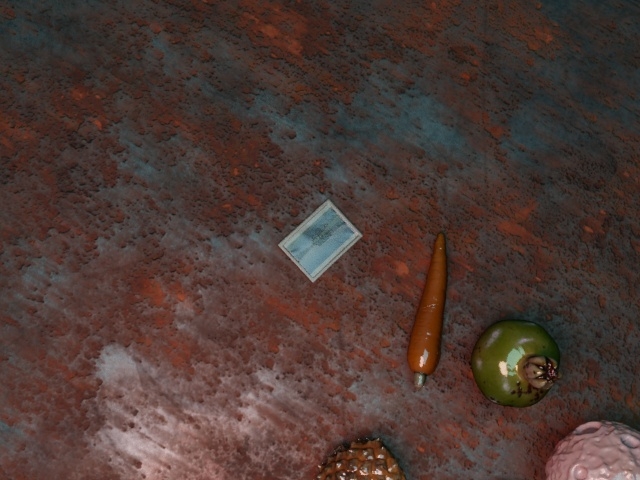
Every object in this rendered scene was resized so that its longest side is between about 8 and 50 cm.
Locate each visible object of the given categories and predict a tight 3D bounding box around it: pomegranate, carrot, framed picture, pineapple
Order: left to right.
[{"bbox_3d":[0.000,0.000,1.722,0.149,0.011,0.109,-43,88,-13],"label":"framed picture"},{"bbox_3d":[0.064,0.469,1.579,0.193,0.166,0.166,-28,85,-12],"label":"pineapple"},{"bbox_3d":[0.230,0.142,1.711,0.069,0.069,0.336,14,72,-5],"label":"carrot"},{"bbox_3d":[0.401,0.235,1.643,0.179,0.210,0.179,12,59,-21],"label":"pomegranate"}]

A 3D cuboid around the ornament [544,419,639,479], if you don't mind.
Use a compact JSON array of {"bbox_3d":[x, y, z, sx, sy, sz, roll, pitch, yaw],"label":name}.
[{"bbox_3d":[0.560,0.483,1.592,0.259,0.259,0.225,44,74,1],"label":"ornament"}]
